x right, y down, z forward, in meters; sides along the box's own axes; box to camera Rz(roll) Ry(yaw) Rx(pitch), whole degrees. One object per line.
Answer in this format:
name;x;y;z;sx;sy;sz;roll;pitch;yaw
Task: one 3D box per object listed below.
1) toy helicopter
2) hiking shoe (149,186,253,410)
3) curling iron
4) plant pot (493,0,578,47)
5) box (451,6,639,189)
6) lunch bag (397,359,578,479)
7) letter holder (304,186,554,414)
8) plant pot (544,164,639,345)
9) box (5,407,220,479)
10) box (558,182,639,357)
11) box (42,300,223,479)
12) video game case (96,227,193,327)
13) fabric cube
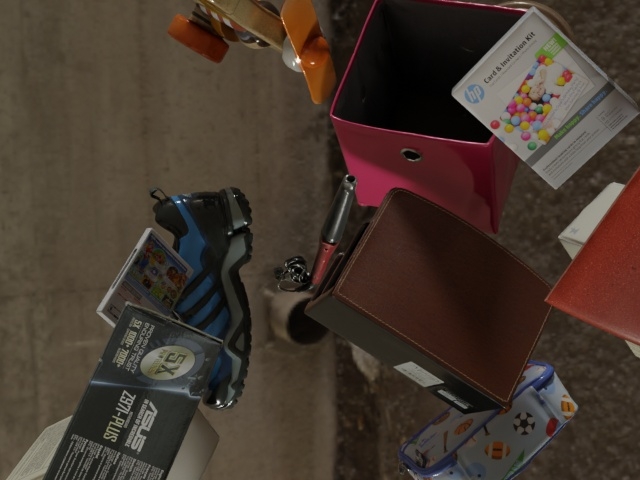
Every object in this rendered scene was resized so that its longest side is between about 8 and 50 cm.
toy helicopter;-0.088;-0.266;1.112;0.140;0.235;0.355;-58;-5;7
hiking shoe;-0.161;0.078;1.236;0.113;0.132;0.304;-143;53;-75
curling iron;0.000;0.000;1.237;0.274;0.068;0.035;122;138;-54
plant pot;0.391;-0.351;1.913;0.263;0.229;0.263;6;110;17
box;0.283;-0.178;1.179;0.145;0.186;0.038;-45;8;24
lunch bag;0.270;0.323;1.577;0.115;0.303;0.243;55;173;-5
letter holder;0.169;0.088;1.398;0.214;0.301;0.152;-59;6;-20
plant pot;0.434;-0.012;0.968;0.235;0.267;0.267;36;126;13
box;-0.271;0.291;1.203;0.232;0.149;0.127;-27;107;24
box;0.555;0.066;1.587;0.311;0.148;0.121;50;170;-26
box;-0.147;0.152;0.689;0.147;0.077;0.180;128;165;-69
video game case;-0.205;0.059;1.101;0.011;0.087;0.122;0;52;40
fabric cube;0.189;-0.199;1.485;0.258;0.254;0.259;68;-141;-59
